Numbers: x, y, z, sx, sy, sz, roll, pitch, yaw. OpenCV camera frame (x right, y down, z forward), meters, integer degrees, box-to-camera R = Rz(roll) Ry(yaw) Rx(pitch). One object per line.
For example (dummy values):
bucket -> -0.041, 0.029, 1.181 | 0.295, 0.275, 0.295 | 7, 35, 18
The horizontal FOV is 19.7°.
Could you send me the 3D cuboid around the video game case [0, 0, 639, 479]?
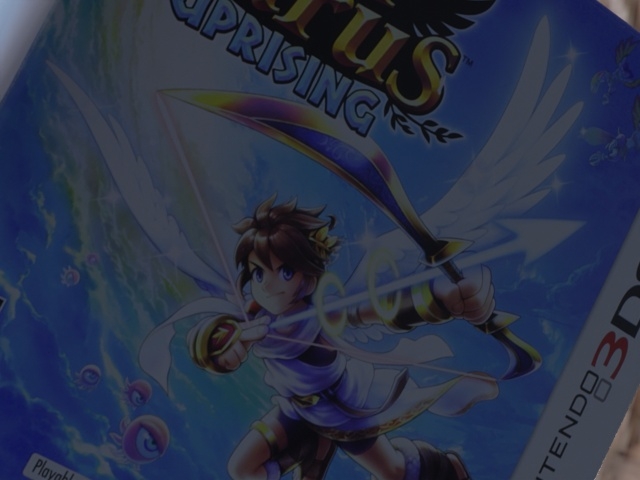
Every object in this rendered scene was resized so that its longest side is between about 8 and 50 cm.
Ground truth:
video game case -> 0.000, 0.000, 0.634 | 0.269, 0.061, 0.244 | 30, -99, -28
